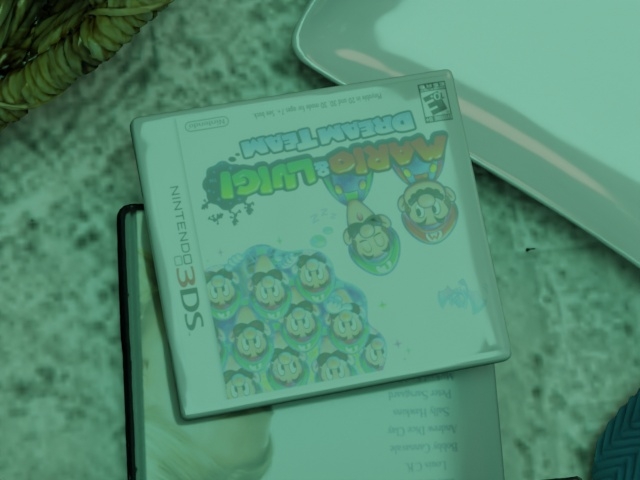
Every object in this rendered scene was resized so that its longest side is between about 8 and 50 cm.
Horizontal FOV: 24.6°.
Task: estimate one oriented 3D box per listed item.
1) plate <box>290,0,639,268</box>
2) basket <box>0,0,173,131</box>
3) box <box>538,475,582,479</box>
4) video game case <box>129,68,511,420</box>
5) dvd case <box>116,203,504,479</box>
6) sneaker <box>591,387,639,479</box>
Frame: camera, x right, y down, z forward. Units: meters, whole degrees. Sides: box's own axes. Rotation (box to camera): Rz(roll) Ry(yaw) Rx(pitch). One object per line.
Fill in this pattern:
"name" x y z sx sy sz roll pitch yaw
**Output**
"plate" 0.169 -0.141 0.740 0.277 0.045 0.278 31 93 -2
"basket" -0.183 -0.182 0.570 0.299 0.213 0.223 41 69 -35
"box" -0.019 0.191 0.587 0.247 0.142 0.163 -6 80 -11
"video game case" 0.000 0.000 0.690 0.157 0.019 0.143 -10 81 -9
"dvd case" -0.001 0.104 0.694 0.180 0.022 0.253 -1 78 -12
"sneaker" 0.241 0.086 0.713 0.228 0.087 0.092 -28 118 -2
